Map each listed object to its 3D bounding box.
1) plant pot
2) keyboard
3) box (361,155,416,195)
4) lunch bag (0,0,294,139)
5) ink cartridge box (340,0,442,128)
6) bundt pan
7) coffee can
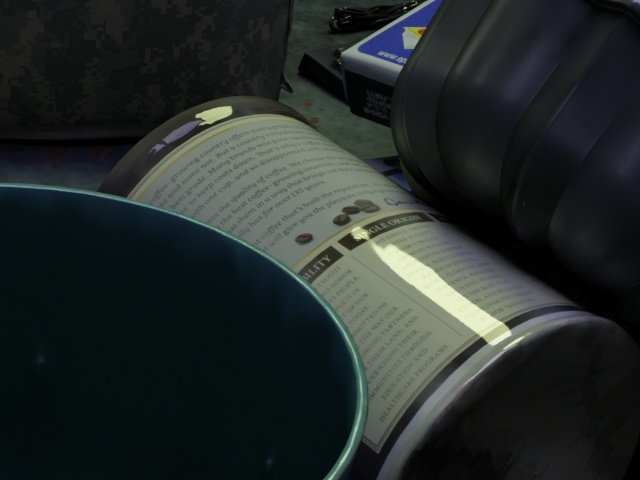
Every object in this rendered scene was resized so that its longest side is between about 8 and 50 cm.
[{"bbox_3d":[-0.138,0.145,0.768,0.293,0.235,0.293,6,30,-3],"label":"plant pot"},{"bbox_3d":[0.113,-0.189,1.642,0.317,0.033,0.201,-16,37,-38],"label":"keyboard"},{"bbox_3d":[0.052,-0.034,1.353,0.136,0.028,0.081,-7,33,-28],"label":"box"},{"bbox_3d":[-0.155,-0.211,1.396,0.287,0.235,0.169,2,30,-12],"label":"lunch bag"},{"bbox_3d":[0.227,-0.148,1.346,0.307,0.072,0.303,-33,39,-33],"label":"ink cartridge box"},{"bbox_3d":[0.169,-0.016,1.000,0.124,0.331,0.331,-50,50,-5],"label":"bundt pan"},{"bbox_3d":[0.013,0.065,0.986,0.201,0.201,0.275,-16,38,-37],"label":"coffee can"}]
